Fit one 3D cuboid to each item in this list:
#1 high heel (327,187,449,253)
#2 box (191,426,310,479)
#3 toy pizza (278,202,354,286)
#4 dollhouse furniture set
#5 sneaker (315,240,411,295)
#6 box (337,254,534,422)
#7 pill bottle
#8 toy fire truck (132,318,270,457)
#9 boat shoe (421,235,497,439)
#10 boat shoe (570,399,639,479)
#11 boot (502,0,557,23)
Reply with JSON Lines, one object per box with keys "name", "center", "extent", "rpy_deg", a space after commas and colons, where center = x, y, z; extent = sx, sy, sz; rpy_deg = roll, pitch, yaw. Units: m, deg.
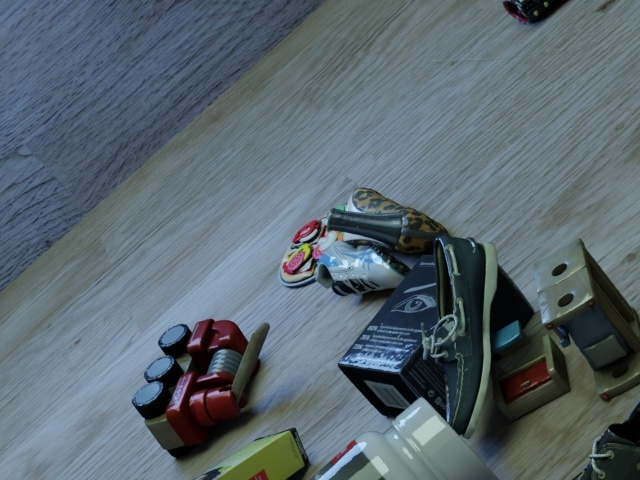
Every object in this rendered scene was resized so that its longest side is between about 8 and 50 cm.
{"name": "high heel", "center": [0.128, -0.025, 2.147], "extent": [0.186, 0.093, 0.261], "rpy_deg": [10, 9, 13]}
{"name": "box", "center": [-0.117, 0.320, 1.747], "extent": [0.087, 0.058, 0.232], "rpy_deg": [-23, 1, 38]}
{"name": "toy pizza", "center": [0.000, 0.000, 2.320], "extent": [0.201, 0.032, 0.201], "rpy_deg": [-35, 22, 17]}
{"name": "dollhouse furniture set", "center": [0.259, 0.119, 1.528], "extent": [0.184, 0.129, 0.129], "rpy_deg": [-32, 24, 20]}
{"name": "sneaker", "center": [0.068, 0.053, 2.051], "extent": [0.086, 0.085, 0.237], "rpy_deg": [-62, 24, -9]}
{"name": "box", "center": [0.149, 0.125, 1.731], "extent": [0.207, 0.108, 0.153], "rpy_deg": [-49, 23, -20]}
{"name": "pill bottle", "center": [0.051, 0.314, 1.465], "extent": [0.283, 0.161, 0.161], "rpy_deg": [-42, 22, -2]}
{"name": "toy fire truck", "center": [-0.152, 0.196, 2.077], "extent": [0.246, 0.158, 0.217], "rpy_deg": [-17, 30, 24]}
{"name": "boat shoe", "center": [0.162, 0.110, 1.591], "extent": [0.095, 0.079, 0.254], "rpy_deg": [121, 159, -66]}
{"name": "boat shoe", "center": [0.299, 0.220, 1.345], "extent": [0.233, 0.079, 0.084], "rpy_deg": [-41, 23, 4]}
{"name": "boot", "center": [0.437, -0.471, 2.414], "extent": [0.178, 0.085, 0.236], "rpy_deg": [-45, 15, -3]}
